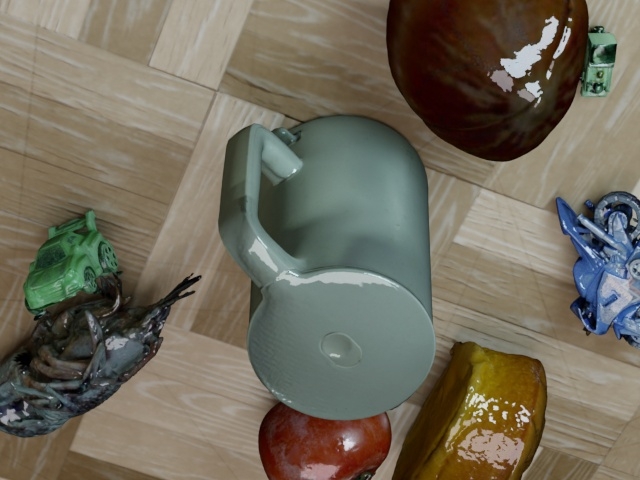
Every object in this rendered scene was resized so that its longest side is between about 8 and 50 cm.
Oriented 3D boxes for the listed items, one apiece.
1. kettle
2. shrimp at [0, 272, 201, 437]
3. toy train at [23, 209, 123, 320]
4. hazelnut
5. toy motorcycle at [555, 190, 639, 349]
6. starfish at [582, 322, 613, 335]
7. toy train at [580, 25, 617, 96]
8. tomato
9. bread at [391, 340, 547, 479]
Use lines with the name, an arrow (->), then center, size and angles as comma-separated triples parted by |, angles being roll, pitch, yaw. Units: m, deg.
kettle -> 0.016, 0.001, 1.600 | 0.205, 0.318, 0.265 | -6, 124, 7
shrimp -> -0.292, 0.144, 1.786 | 0.137, 0.172, 0.372 | 36, 124, -14
toy train -> -0.296, 0.028, 1.711 | 0.099, 0.149, 0.081 | -22, 101, 15
hazelnut -> 0.182, -0.192, 1.536 | 0.229, 0.229, 0.229 | 0, 123, 1
toy motorcycle -> 0.344, 0.039, 1.744 | 0.114, 0.076, 0.205 | -7, 109, 24
starfish -> 0.549, 0.131, 1.792 | 0.384, 0.132, 0.398 | 35, 132, -10
toy train -> 0.305, -0.193, 1.624 | 0.033, 0.053, 0.083 | 0, 122, 0
tomato -> 0.006, 0.260, 1.874 | 0.187, 0.151, 0.187 | -30, 152, -18
bread -> 0.191, 0.251, 1.836 | 0.143, 0.195, 0.269 | 24, 125, -6
